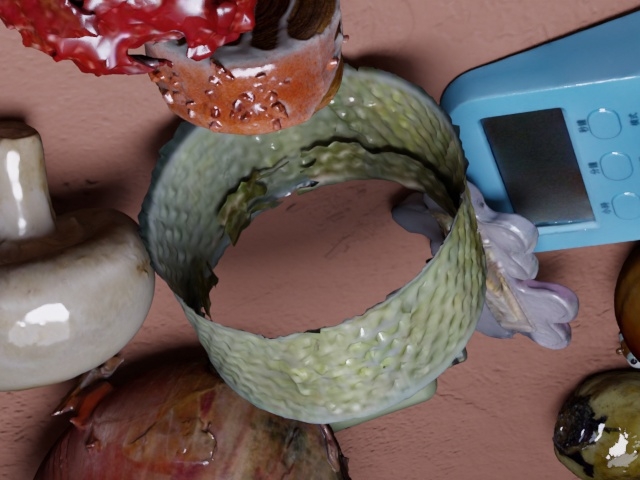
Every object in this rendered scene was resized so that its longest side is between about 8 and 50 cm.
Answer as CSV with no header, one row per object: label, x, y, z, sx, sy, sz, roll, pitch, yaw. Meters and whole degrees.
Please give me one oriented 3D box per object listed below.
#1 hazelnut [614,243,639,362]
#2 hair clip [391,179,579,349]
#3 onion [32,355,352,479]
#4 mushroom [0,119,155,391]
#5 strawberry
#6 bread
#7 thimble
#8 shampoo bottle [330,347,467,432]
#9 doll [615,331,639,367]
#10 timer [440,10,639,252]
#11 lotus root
hazelnut,0.406,0.060,1.638,0.251,0.217,0.217,3,144,21
hair clip,0.157,0.030,1.598,0.146,0.075,0.257,3,155,31
onion,-0.121,0.265,1.657,0.353,0.354,0.354,-9,139,-8
mushroom,-0.241,0.010,1.397,0.207,0.207,0.215,-12,103,-4
strawberry,-0.133,-0.243,1.084,0.274,0.274,0.220,-24,172,10
bread,-0.057,-0.153,1.295,0.160,0.160,0.073,-8,137,-8
thimble,0.000,0.000,1.407,0.270,0.271,0.150,-18,141,3
shampoo bottle,0.067,0.131,1.708,0.162,0.079,0.079,-19,139,3
doll,0.354,0.109,1.802,0.085,0.040,0.058,-21,152,13
timer,0.249,-0.080,1.525,0.250,0.091,0.232,-17,140,11
lotus root,0.347,0.200,1.844,0.214,0.138,0.138,-5,139,-29
